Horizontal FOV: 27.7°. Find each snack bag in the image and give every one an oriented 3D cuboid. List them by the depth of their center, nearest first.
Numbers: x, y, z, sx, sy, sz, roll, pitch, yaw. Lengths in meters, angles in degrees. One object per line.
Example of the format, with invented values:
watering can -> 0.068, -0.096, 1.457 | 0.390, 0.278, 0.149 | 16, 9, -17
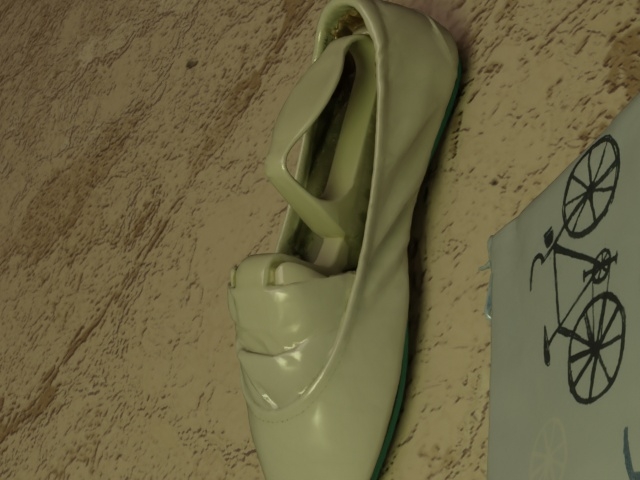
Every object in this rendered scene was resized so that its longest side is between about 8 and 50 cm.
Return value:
snack bag -> 0.173, 0.060, 0.678 | 0.342, 0.037, 0.323 | 128, 153, -53

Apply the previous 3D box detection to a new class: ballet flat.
ballet flat -> 0.000, 0.000, 0.940 | 0.139, 0.139, 0.400 | -5, 65, 48
